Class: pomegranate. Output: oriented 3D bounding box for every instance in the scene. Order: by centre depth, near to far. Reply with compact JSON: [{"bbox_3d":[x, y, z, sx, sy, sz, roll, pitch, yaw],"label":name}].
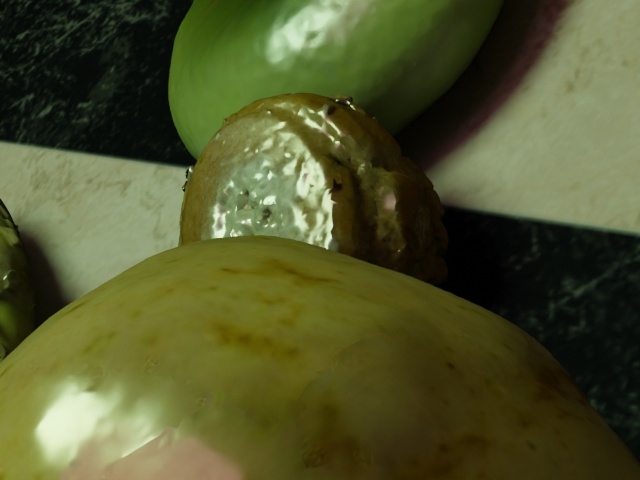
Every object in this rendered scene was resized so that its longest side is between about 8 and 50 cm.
[{"bbox_3d":[0.003,0.165,0.699,0.342,0.342,0.342,-29,40,27],"label":"pomegranate"}]

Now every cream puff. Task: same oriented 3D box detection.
[{"bbox_3d":[0.000,0.000,0.991,0.150,0.115,0.165,-8,73,39],"label":"cream puff"}]

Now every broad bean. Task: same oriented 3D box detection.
[{"bbox_3d":[0.020,-0.159,1.118,0.291,0.119,0.238,-52,35,-2],"label":"broad bean"}]

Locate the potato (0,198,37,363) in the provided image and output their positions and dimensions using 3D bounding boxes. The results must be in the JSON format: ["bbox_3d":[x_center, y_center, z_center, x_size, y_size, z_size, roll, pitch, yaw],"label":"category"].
[{"bbox_3d":[-0.278,0.050,1.239,0.192,0.141,0.296,-49,37,6],"label":"potato"}]
